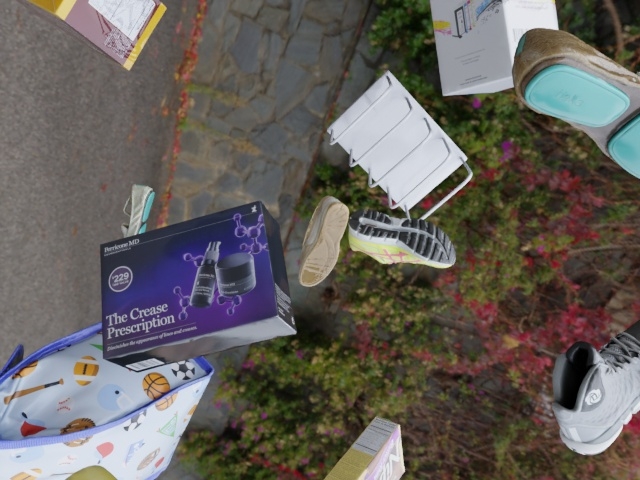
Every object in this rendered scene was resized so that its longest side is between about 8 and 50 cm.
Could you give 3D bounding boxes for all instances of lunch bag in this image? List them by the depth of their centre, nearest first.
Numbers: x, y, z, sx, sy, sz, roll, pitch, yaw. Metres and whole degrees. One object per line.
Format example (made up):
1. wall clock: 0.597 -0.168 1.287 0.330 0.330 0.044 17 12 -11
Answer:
1. lunch bag: -0.427 0.328 1.031 0.385 0.239 0.328 -25 147 -52

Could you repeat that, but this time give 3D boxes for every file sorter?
1. file sorter: 0.175 -0.196 1.333 0.193 0.277 0.173 -41 -165 18

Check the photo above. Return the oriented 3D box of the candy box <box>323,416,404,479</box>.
1. candy box: 0.070 0.392 0.984 0.186 0.053 0.109 -34 124 -44

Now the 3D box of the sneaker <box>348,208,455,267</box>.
1. sneaker: 0.147 0.009 1.119 0.094 0.208 0.082 106 4 -53

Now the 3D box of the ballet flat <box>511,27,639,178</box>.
1. ballet flat: 0.381 -0.183 0.789 0.116 0.342 0.124 -47 -147 46

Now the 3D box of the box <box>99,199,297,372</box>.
1. box: -0.184 0.070 0.893 0.103 0.261 0.185 60 17 -62

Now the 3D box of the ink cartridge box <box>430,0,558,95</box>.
1. ink cartridge box: 0.331 -0.412 1.147 0.168 0.171 0.233 -2 -81 53

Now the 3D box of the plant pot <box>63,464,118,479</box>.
1. plant pot: -0.225 0.312 0.605 0.134 0.095 0.134 -54 157 -36

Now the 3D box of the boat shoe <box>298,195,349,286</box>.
1. boat shoe: 0.000 0.000 1.060 0.170 0.063 0.059 -66 -149 22

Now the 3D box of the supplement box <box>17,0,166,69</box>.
1. supplement box: -0.398 -0.407 0.977 0.129 0.191 0.194 -59 162 -1

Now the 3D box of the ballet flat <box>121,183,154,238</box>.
1. ballet flat: -0.401 -0.043 1.297 0.057 0.052 0.168 -74 -177 -73

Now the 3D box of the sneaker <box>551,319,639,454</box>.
1. sneaker: 0.377 0.155 0.773 0.229 0.132 0.086 -46 -150 -16
